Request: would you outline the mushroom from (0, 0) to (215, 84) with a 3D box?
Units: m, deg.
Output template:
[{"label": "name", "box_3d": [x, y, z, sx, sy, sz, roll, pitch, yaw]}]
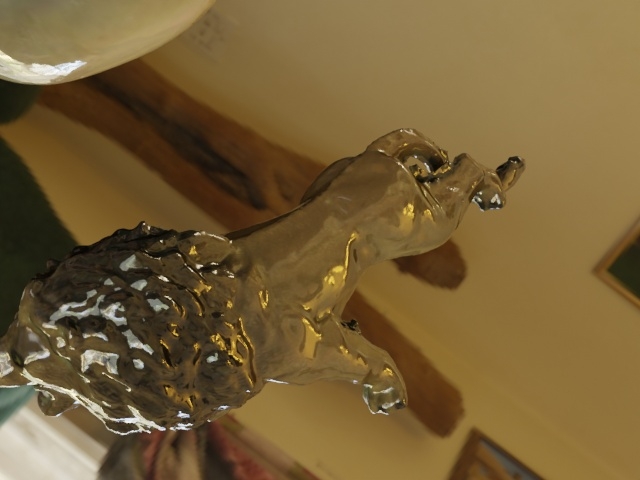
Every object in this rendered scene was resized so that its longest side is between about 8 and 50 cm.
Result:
[{"label": "mushroom", "box_3d": [-0.189, -0.236, 0.716, 0.314, 0.314, 0.336, -54, 180, 16]}]

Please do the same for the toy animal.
[{"label": "toy animal", "box_3d": [0.003, 0.014, 0.386, 0.220, 0.069, 0.086, -27, 125, -42]}]
